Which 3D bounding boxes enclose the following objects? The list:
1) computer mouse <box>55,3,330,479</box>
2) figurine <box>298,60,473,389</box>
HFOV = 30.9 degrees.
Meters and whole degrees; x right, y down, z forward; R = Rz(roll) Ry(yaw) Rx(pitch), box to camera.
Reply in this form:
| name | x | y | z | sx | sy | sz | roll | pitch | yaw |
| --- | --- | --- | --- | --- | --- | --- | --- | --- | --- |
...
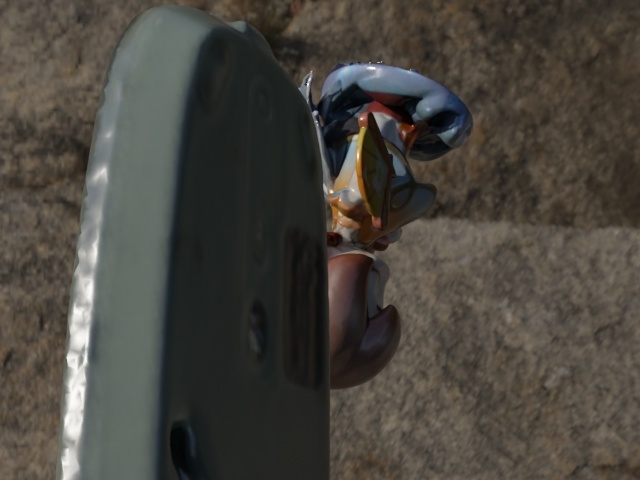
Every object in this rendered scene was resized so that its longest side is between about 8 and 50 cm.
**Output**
| name | x | y | z | sx | sy | sz | roll | pitch | yaw |
| --- | --- | --- | --- | --- | --- | --- | --- | --- | --- |
| computer mouse | -0.065 | 0.051 | 0.562 | 0.095 | 0.197 | 0.331 | -6 | 70 | 21 |
| figurine | 0.001 | 0.000 | 1.298 | 0.248 | 0.277 | 0.388 | 13 | 71 | 17 |
